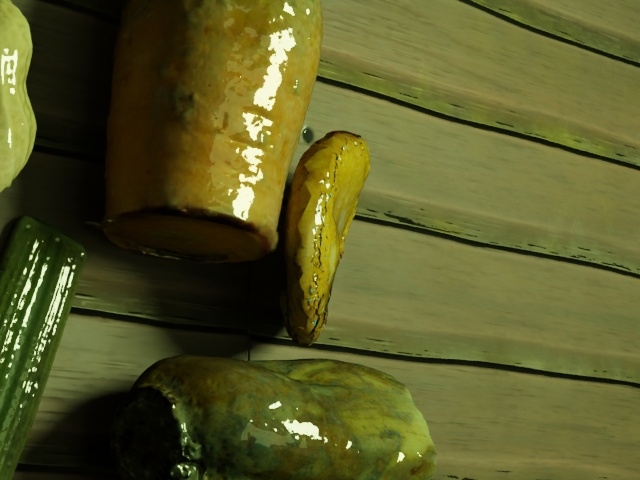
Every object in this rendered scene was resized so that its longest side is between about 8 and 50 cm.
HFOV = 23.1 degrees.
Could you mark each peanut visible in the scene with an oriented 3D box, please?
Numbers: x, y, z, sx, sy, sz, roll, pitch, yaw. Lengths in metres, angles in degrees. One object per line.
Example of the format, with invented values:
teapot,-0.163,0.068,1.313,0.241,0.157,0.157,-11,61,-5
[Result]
peanut,-0.333,-0.147,1.581,0.099,0.090,0.214,4,82,-31

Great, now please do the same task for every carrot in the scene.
carrot,-0.118,-0.158,1.693,0.224,0.224,0.340,20,70,-40

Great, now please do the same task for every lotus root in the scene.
lotus root,-0.061,0.234,1.686,0.346,0.250,0.250,15,74,-40

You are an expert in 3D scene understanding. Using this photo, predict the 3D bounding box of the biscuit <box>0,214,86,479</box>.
biscuit,-0.316,0.126,1.595,0.099,0.038,0.322,31,64,-33

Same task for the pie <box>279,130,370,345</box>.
pie,-0.001,-0.001,1.796,0.273,0.069,0.273,12,90,-81
